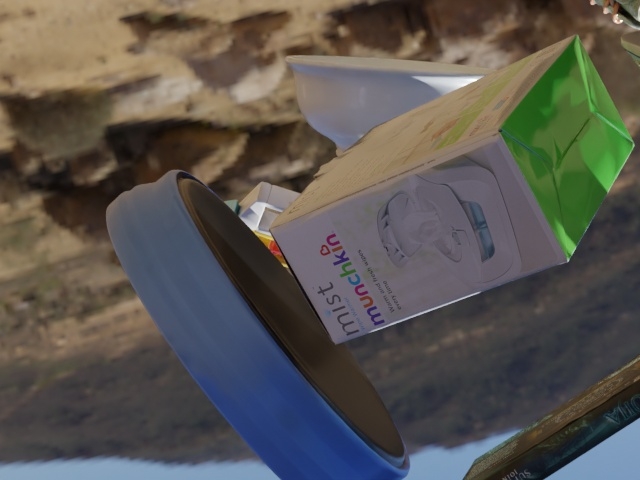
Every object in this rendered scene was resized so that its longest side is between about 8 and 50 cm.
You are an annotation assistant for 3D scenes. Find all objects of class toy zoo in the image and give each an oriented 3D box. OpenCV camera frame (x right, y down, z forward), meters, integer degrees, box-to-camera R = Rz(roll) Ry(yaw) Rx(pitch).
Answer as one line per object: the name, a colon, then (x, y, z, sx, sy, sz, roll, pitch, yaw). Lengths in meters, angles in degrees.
toy zoo: (0.000, 0.000, 1.912, 0.293, 0.030, 0.192, 17, 157, -4)

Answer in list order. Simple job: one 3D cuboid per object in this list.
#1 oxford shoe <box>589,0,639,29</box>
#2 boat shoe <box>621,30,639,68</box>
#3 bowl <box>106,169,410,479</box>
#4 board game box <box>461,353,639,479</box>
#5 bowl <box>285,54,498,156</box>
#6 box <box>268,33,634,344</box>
oxford shoe: (0.261, -0.274, 1.324, 0.397, 0.146, 0.140, 5, 157, 28)
boat shoe: (0.287, -0.155, 1.257, 0.035, 0.035, 0.100, -9, -156, -10)
bowl: (-0.051, 0.095, 1.392, 0.077, 0.391, 0.391, -38, 178, 6)
board game box: (0.186, 0.142, 1.087, 0.186, 0.026, 0.126, -36, 176, 16)
bowl: (0.097, -0.176, 1.973, 0.298, 0.134, 0.298, 4, -170, -1)
box: (0.118, -0.050, 1.258, 0.231, 0.127, 0.262, -24, -167, 30)
